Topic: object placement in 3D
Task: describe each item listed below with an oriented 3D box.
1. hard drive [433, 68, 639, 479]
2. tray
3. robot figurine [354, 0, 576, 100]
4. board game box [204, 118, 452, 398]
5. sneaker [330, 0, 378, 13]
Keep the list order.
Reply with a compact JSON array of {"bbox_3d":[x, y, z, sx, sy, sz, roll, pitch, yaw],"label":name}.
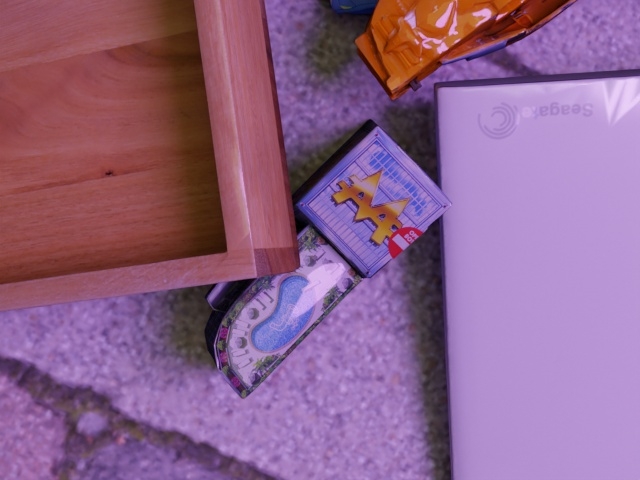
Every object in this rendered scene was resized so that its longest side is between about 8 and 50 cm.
[{"bbox_3d":[0.180,0.049,0.657,0.203,0.040,0.307,-3,105,4],"label":"hard drive"},{"bbox_3d":[-0.226,-0.056,0.570,0.411,0.076,0.202,-8,89,18],"label":"tray"},{"bbox_3d":[0.116,-0.226,0.604,0.291,0.085,0.211,-36,89,3],"label":"robot figurine"},{"bbox_3d":[0.000,0.000,0.615,0.060,0.194,0.194,45,83,-4],"label":"board game box"},{"bbox_3d":[0.110,-0.194,0.700,0.240,0.091,0.126,-1,99,1],"label":"sneaker"}]
